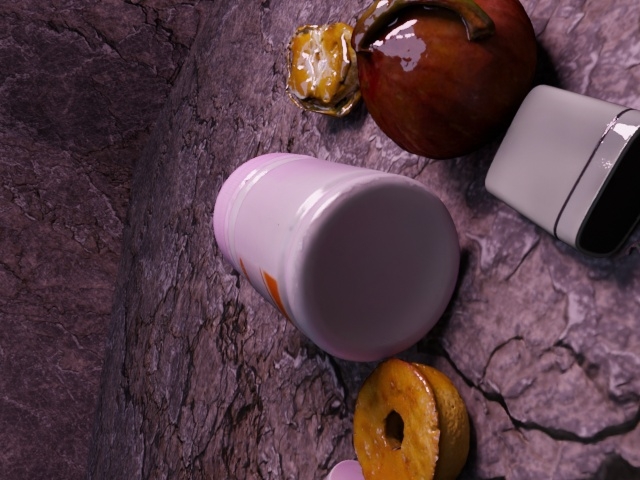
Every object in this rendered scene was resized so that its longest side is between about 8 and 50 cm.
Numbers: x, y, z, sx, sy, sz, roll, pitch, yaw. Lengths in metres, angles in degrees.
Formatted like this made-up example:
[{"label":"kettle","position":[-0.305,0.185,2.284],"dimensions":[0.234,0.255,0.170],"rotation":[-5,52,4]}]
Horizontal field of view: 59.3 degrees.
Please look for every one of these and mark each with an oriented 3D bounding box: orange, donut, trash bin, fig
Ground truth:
[{"label":"orange","position":[0.020,-0.274,0.904],"dimensions":[0.160,0.112,0.170],"rotation":[-41,76,40]},{"label":"donut","position":[0.092,0.194,0.576],"dimensions":[0.152,0.058,0.152],"rotation":[-21,65,58]},{"label":"trash bin","position":[0.216,-0.064,0.483],"dimensions":[0.116,0.059,0.130],"rotation":[-66,27,17]},{"label":"fig","position":[0.121,-0.187,0.583],"dimensions":[0.205,0.205,0.205],"rotation":[-37,45,50]}]

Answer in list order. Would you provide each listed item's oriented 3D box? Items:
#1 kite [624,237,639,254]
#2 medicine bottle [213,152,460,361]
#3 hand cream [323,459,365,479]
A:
[{"label":"kite","position":[0.322,-0.012,0.305],"dimensions":[0.323,0.013,0.268],"rotation":[19,93,63]},{"label":"medicine bottle","position":[0.000,0.000,0.702],"dimensions":[0.316,0.202,0.202],"rotation":[28,102,63]},{"label":"hand cream","position":[-0.023,0.382,0.707],"dimensions":[0.312,0.070,0.111],"rotation":[-61,33,33]}]
